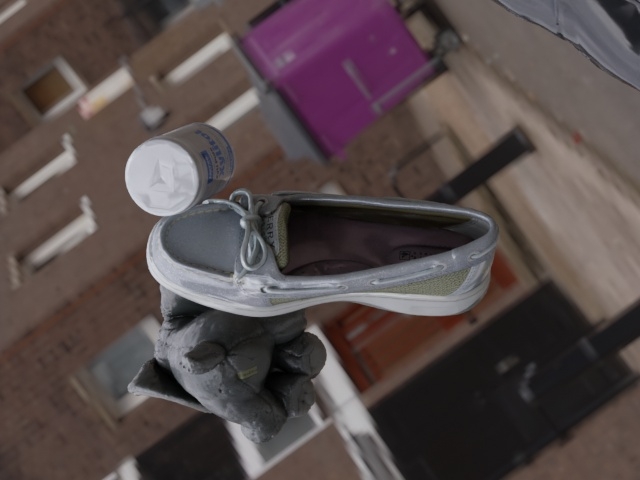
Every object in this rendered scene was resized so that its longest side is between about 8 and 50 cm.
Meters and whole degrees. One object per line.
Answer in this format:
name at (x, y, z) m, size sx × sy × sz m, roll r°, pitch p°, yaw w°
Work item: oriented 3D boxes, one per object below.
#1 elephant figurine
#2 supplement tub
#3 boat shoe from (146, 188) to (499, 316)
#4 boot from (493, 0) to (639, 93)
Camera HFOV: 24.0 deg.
elephant figurine at (-0.127, 0.123, 1.619) m, size 0.239 × 0.169 × 0.186 m, roll 10°, pitch 135°, yaw 44°
supplement tub at (-0.122, -0.064, 1.333) m, size 0.071 × 0.071 × 0.107 m, roll 53°, pitch -162°, yaw -2°
boat shoe at (0.001, 0.002, 1.380) m, size 0.103 × 0.320 × 0.118 m, roll 96°, pitch 180°, yaw -57°
boot at (0.401, -0.312, 1.548) m, size 0.146 × 0.367 × 0.445 m, roll -3°, pitch -146°, yaw -46°
